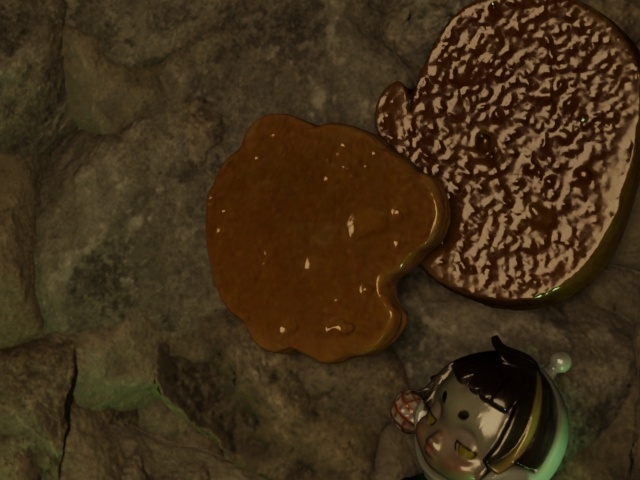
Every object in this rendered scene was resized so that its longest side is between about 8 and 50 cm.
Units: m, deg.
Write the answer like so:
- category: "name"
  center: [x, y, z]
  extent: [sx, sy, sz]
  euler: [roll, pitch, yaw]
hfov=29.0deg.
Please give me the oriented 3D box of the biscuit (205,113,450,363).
- category: "biscuit"
  center: [0.000, 0.000, 1.583]
  extent: [0.351, 0.057, 0.312]
  euler: [9, 94, 33]

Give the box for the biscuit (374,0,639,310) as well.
- category: "biscuit"
  center: [0.232, -0.119, 1.553]
  extent: [0.350, 0.070, 0.394]
  euler: [21, 91, 21]

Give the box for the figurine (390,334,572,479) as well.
- category: "figurine"
  center: [0.178, 0.286, 1.487]
  extent: [0.281, 0.167, 0.370]
  euler: [40, 109, 52]
